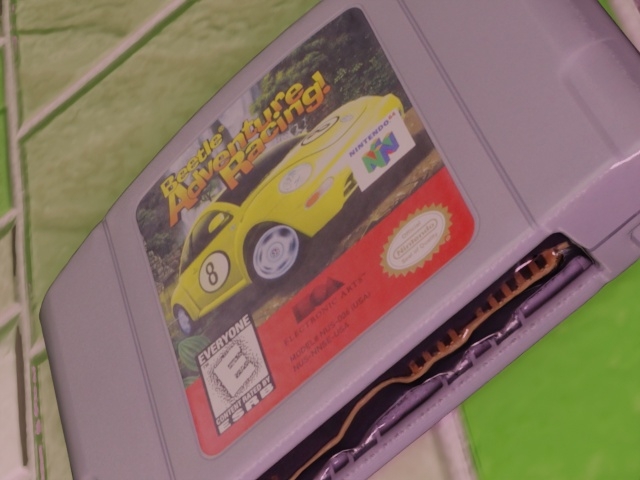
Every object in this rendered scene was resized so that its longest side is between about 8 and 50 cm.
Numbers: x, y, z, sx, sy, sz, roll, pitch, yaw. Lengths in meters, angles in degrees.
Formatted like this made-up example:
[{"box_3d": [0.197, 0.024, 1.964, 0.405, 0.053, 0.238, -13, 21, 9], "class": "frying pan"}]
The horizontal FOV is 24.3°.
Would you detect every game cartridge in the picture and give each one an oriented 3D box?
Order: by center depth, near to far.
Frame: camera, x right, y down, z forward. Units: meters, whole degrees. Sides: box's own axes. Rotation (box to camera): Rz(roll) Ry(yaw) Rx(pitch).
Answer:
[{"box_3d": [0.000, 0.000, 0.609, 0.294, 0.060, 0.196, -42, 38, 16], "class": "game cartridge"}]
